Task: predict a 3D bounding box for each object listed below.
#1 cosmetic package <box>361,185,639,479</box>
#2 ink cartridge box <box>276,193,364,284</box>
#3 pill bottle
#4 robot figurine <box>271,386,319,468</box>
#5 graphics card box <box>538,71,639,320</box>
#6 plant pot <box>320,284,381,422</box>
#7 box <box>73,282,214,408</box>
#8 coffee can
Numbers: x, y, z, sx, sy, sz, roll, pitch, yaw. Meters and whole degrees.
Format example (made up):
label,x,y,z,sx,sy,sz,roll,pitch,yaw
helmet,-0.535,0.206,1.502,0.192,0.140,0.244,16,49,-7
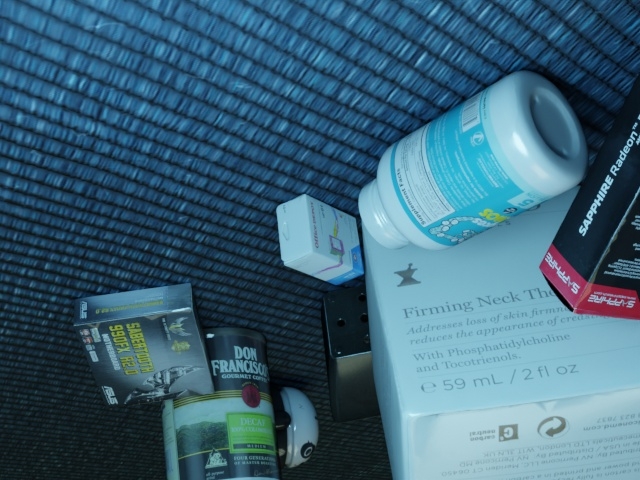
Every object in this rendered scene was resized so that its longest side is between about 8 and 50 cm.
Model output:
label,x,y,z,sx,sy,sz,roll,pitch,yaw
cosmetic package,0.245,0.183,1.467,0.330,0.393,0.327,-8,128,-1
ink cartridge box,0.000,0.000,1.468,0.052,0.088,0.122,-23,153,31
pill bottle,0.168,-0.079,1.274,0.146,0.146,0.264,14,149,-41
robot figurine,-0.142,0.388,2.204,0.278,0.173,0.209,-3,-160,-13
graphics card box,0.422,-0.081,1.187,0.233,0.094,0.370,8,120,-25
plant pot,0.088,0.168,1.796,0.188,0.188,0.167,-11,143,6
box,-0.275,0.171,1.724,0.183,0.056,0.231,-7,138,-1
coffee can,-0.178,0.314,1.896,0.202,0.275,0.201,-7,157,-3
